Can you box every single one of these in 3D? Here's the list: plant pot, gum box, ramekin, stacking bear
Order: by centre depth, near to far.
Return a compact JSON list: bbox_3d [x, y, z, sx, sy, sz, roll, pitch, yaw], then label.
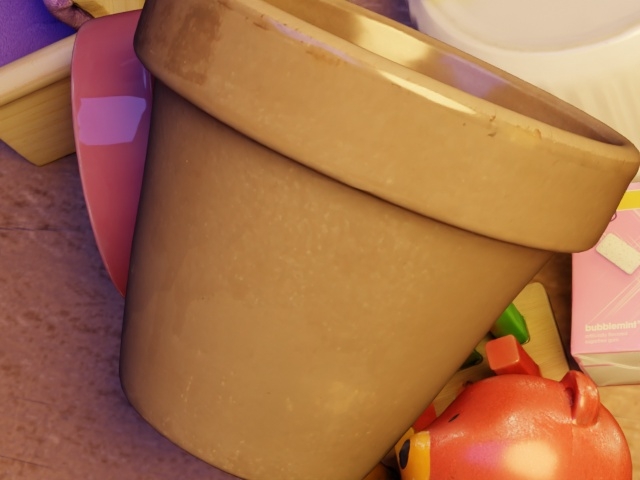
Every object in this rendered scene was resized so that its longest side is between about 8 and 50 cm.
[{"bbox_3d":[0.086,0.208,0.625,0.164,0.175,0.289,11,77,-5],"label":"stacking bear"},{"bbox_3d":[0.000,0.000,0.658,0.263,0.263,0.229,34,106,35],"label":"plant pot"},{"bbox_3d":[0.244,0.020,0.722,0.188,0.062,0.107,-6,63,24],"label":"gum box"},{"bbox_3d":[0.178,-0.177,0.815,0.273,0.127,0.273,-11,61,21],"label":"ramekin"},{"bbox_3d":[-0.054,-0.066,0.846,0.180,0.201,0.201,-9,61,5],"label":"plant pot"}]

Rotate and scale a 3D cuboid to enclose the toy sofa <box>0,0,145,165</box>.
[{"bbox_3d":[-0.234,-0.263,1.034,0.150,0.177,0.362,-20,59,16],"label":"toy sofa"}]

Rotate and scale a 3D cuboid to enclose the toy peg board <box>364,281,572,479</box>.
[{"bbox_3d":[0.071,0.110,0.753,0.161,0.079,0.160,-21,58,16],"label":"toy peg board"}]
